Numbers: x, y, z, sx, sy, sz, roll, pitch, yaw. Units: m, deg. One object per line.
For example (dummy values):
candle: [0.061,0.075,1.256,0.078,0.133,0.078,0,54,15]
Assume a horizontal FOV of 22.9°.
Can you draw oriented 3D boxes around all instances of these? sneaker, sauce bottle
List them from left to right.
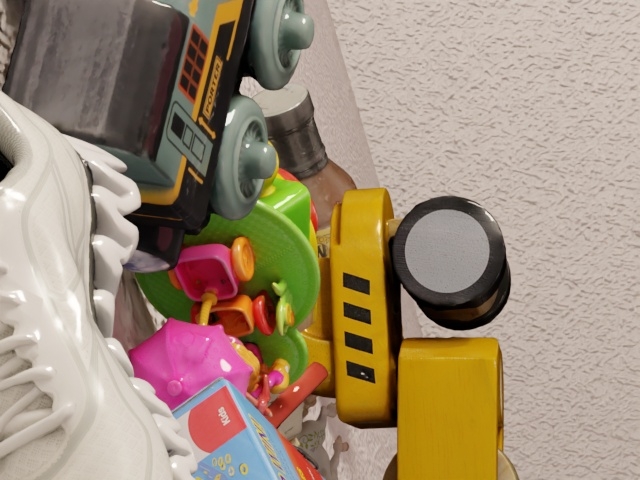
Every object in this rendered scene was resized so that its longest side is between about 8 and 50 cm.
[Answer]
sneaker: [-0.130,0.049,0.677,0.118,0.110,0.292,54,13,-50]
sauce bottle: [0.000,0.000,1.664,0.111,0.111,0.344,-91,163,-60]

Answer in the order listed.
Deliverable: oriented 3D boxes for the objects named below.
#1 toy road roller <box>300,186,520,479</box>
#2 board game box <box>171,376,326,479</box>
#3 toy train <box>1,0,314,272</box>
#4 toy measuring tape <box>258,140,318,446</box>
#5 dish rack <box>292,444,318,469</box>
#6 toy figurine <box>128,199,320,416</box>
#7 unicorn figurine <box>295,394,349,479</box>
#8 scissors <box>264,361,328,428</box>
toy road roller: [0.049,0.118,1.376,0.202,0.240,0.330,47,41,-77]
board game box: [0.039,0.266,0.813,0.302,0.086,0.308,51,4,-45]
toy train: [-0.086,-0.152,0.937,0.190,0.142,0.334,51,50,-68]
toy measuring tape: [-0.063,0.040,1.225,0.121,0.121,0.330,-97,-174,-45]
dish rack: [-0.003,0.282,1.120,0.208,0.074,0.272,52,35,-70]
toy figurine: [-0.070,0.082,1.019,0.159,0.130,0.173,-75,153,-52]
unicorn figurine: [0.001,0.213,1.485,0.162,0.060,0.111,58,25,-19]
scissors: [-0.052,0.137,1.085,0.021,0.109,0.297,46,8,5]
